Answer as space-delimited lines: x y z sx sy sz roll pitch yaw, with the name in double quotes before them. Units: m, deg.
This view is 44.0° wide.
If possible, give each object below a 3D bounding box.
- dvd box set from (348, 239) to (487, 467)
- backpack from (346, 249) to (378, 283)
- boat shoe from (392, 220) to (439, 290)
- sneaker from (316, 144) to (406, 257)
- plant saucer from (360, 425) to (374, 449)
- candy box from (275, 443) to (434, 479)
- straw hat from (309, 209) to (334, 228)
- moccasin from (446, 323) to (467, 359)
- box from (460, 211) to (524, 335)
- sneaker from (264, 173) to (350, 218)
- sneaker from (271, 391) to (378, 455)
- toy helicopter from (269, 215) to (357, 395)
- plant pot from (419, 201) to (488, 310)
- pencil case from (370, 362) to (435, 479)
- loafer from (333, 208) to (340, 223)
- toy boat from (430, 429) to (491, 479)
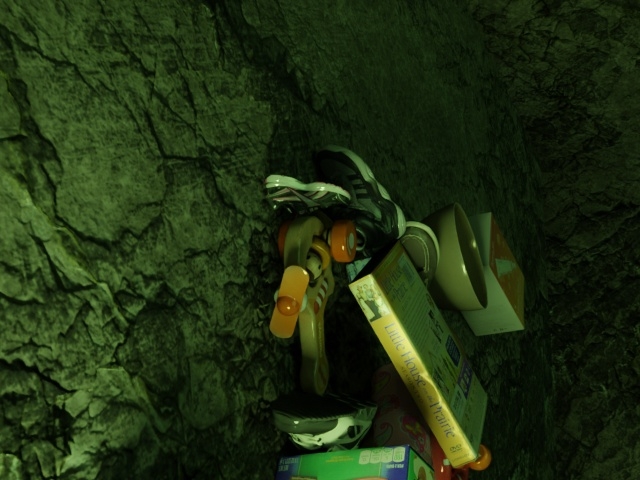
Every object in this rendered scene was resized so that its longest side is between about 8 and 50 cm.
"dvd box set" 0.217 0.221 1.661 0.420 0.062 0.307 60 19 -4
"backpack" 0.115 0.087 1.824 0.105 0.084 0.114 4 69 -65
"boat shoe" 0.209 0.090 1.883 0.324 0.116 0.097 93 17 -49
"sneaker" 0.060 -0.085 1.737 0.268 0.101 0.153 49 52 3
"plant saucer" 0.195 0.511 1.814 0.333 0.081 0.333 -34 109 -61
"candy box" 0.038 0.515 1.302 0.122 0.268 0.317 47 40 -40
"straw hat" 0.000 0.000 1.659 0.061 0.144 0.144 -44 127 -15
"moccasin" 0.290 0.365 1.993 0.147 0.139 0.380 -48 139 -52
"box" 0.510 0.111 2.484 0.345 0.168 0.215 52 37 -40
"sneaker" -0.030 -0.078 1.585 0.178 0.072 0.077 9 82 -16
"sneaker" 0.007 0.361 1.453 0.330 0.122 0.146 22 85 -60
"toy helicopter" -0.022 0.132 1.505 0.235 0.140 0.355 -32 121 -68
"plant pot" 0.303 0.062 2.064 0.284 0.191 0.284 -16 90 -70
"pencil case" 0.161 0.381 1.585 0.124 0.124 0.284 58 20 -34
"loafer" 0.079 -0.038 1.839 0.148 0.056 0.050 24 65 -58
"toy boat" 0.311 0.491 1.789 0.231 0.151 0.151 16 65 -60
